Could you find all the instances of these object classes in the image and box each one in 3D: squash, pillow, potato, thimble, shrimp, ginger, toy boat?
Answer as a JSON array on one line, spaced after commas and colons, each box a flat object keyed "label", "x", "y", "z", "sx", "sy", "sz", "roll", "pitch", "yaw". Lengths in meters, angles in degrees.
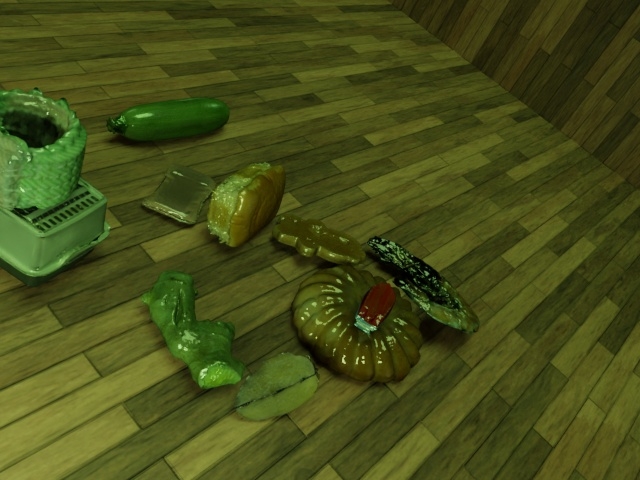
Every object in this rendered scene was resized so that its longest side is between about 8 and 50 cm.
[{"label": "squash", "x": -0.395, "y": -0.332, "z": 1.665, "sx": 0.395, "sy": 0.107, "sz": 0.107, "roll": -19, "pitch": 58, "yaw": -45}, {"label": "pillow", "x": -0.345, "y": -0.119, "z": 1.518, "sx": 0.135, "sy": 0.034, "sz": 0.211, "roll": 22, "pitch": 37, "yaw": -3}, {"label": "potato", "x": -0.085, "y": 0.295, "z": 1.196, "sx": 0.172, "sy": 0.089, "sz": 0.100, "roll": -25, "pitch": 34, "yaw": -11}, {"label": "thimble", "x": -0.532, "y": -0.163, "z": 1.086, "sx": 0.219, "sy": 0.150, "sz": 0.219, "roll": 17, "pitch": 38, "yaw": -14}, {"label": "shrimp", "x": 0.254, "y": 0.112, "z": 1.555, "sx": 0.365, "sy": 0.071, "sz": 0.233, "roll": 40, "pitch": 20, "yaw": 13}, {"label": "ginger", "x": -0.251, "y": 0.174, "z": 1.211, "sx": 0.137, "sy": 0.089, "sz": 0.290, "roll": -33, "pitch": 62, "yaw": -29}, {"label": "toy boat", "x": 0.120, "y": 0.145, "z": 1.331, "sx": 0.069, "sy": 0.058, "sz": 0.173, "roll": 32, "pitch": 32, "yaw": 5}]

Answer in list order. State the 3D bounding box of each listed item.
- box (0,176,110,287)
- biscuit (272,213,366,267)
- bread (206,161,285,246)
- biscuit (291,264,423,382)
[{"label": "box", "x": -0.580, "y": -0.059, "z": 1.195, "sx": 0.290, "sy": 0.166, "sz": 0.220, "roll": 35, "pitch": 39, "yaw": 7}, {"label": "biscuit", "x": -0.001, "y": 0.003, "z": 1.566, "sx": 0.249, "sy": 0.035, "sz": 0.184, "roll": 19, "pitch": 26, "yaw": -2}, {"label": "bread", "x": -0.175, "y": -0.095, "z": 1.482, "sx": 0.121, "sy": 0.174, "sz": 0.245, "roll": 32, "pitch": 31, "yaw": 11}, {"label": "biscuit", "x": 0.096, "y": 0.177, "z": 1.408, "sx": 0.326, "sy": 0.107, "sz": 0.325, "roll": 17, "pitch": 36, "yaw": -13}]
